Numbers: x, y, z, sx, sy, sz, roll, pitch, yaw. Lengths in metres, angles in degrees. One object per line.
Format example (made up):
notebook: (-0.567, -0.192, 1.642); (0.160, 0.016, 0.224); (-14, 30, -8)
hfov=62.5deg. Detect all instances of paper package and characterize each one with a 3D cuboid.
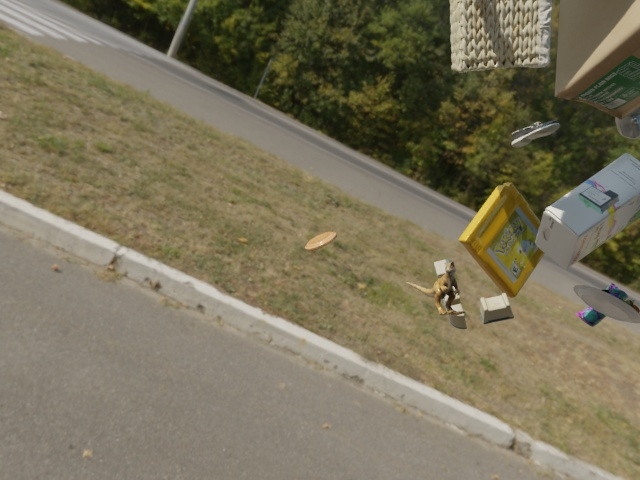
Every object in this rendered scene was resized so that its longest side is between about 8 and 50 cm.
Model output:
paper package: (0.615, -0.446, 0.989); (0.168, 0.309, 0.325); (17, -20, -9)

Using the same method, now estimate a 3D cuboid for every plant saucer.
plant saucer: (0.000, 0.000, 1.277); (0.083, 0.084, 0.013); (-92, 157, -75)

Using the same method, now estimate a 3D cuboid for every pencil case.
pencil case: (0.896, 0.207, 1.680); (0.070, 0.151, 0.064); (38, 14, -12)

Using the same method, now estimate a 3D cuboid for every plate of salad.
plate of salad: (0.847, 0.179, 1.551); (0.200, 0.048, 0.200); (33, -6, 4)

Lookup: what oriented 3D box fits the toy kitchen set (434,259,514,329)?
toy kitchen set: (0.429, 0.154, 1.481); (0.207, 0.166, 0.122); (-94, 165, -46)

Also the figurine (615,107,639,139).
figurine: (0.767, -0.396, 1.374); (0.209, 0.092, 0.214); (40, 30, -33)

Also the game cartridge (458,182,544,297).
game cartridge: (0.660, -0.003, 1.854); (0.324, 0.285, 0.053); (44, -14, -26)

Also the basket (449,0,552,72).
basket: (0.553, -0.704, 1.654); (0.267, 0.331, 0.328); (-2, 19, 10)

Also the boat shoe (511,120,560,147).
boat shoe: (0.521, -0.268, 1.286); (0.046, 0.038, 0.125); (8, -19, -30)

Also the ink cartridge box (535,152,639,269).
ink cartridge box: (0.739, -0.072, 1.425); (0.117, 0.278, 0.201); (53, -7, 32)

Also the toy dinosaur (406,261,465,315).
toy dinosaur: (0.254, 0.105, 1.102); (0.064, 0.112, 0.211); (-6, -22, -14)
